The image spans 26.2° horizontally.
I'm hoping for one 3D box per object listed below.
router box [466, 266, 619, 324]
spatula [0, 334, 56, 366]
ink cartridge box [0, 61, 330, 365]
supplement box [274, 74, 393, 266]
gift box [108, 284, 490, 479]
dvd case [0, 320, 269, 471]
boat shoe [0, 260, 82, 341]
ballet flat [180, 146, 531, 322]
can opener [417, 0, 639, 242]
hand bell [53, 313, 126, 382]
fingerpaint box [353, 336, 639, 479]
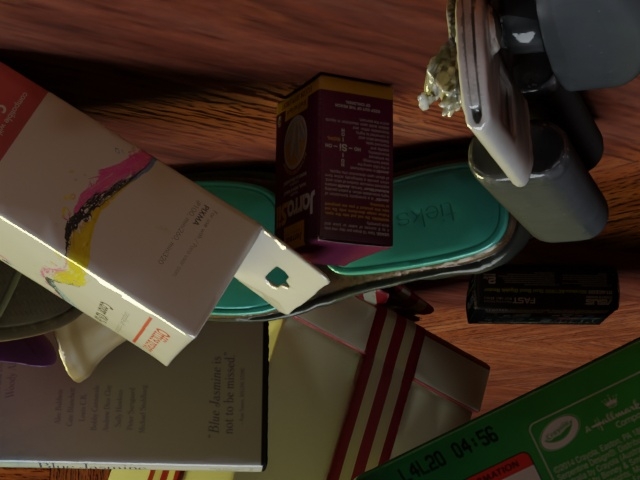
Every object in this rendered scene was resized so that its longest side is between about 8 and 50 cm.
[{"bbox_3d":[0.189,0.048,1.188,0.122,0.038,0.092,0,169,1],"label":"router box"},{"bbox_3d":[-0.284,0.058,0.794,0.296,0.030,0.084,-4,-144,-43],"label":"spatula"},{"bbox_3d":[-0.102,0.000,0.686,0.198,0.067,0.115,32,164,-4],"label":"ink cartridge box"},{"bbox_3d":[0.006,-0.033,0.685,0.043,0.083,0.055,6,166,-26],"label":"supplement box"},{"bbox_3d":[-0.030,0.151,1.203,0.276,0.258,0.255,33,154,-32],"label":"gift box"},{"bbox_3d":[-0.164,0.076,1.000,0.253,0.180,0.022,2,158,-5],"label":"dvd case"},{"bbox_3d":[-0.277,-0.017,0.783,0.307,0.110,0.104,13,-172,-34],"label":"boat shoe"},{"bbox_3d":[0.000,0.000,0.846,0.280,0.095,0.096,-4,180,21],"label":"ballet flat"},{"bbox_3d":[0.104,-0.053,0.605,0.093,0.074,0.280,-3,168,14],"label":"can opener"},{"bbox_3d":[-0.059,0.014,0.938,0.242,0.126,0.126,-10,169,-2],"label":"hand bell"},{"bbox_3d":[0.290,0.146,0.970,0.445,0.163,0.371,-28,162,11],"label":"fingerpaint box"}]
